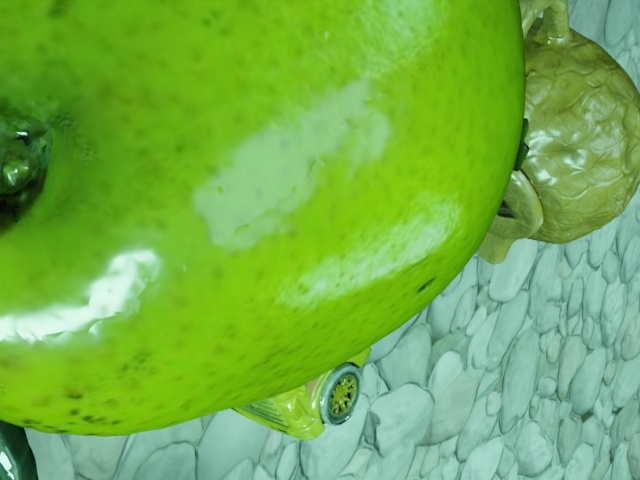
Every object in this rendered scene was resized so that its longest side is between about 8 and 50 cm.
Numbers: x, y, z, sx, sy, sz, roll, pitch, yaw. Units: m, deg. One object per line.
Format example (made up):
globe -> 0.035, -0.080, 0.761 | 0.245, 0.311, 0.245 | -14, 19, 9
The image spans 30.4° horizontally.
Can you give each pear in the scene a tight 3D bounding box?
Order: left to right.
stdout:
pear -> -0.070, -0.025, 0.603 | 0.318, 0.238, 0.342 | -30, 166, -45

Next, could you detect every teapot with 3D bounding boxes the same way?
teapot -> 0.165, -0.082, 1.006 | 0.167, 0.203, 0.311 | -46, 154, -23

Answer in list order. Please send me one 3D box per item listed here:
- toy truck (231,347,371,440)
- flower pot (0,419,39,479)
toy truck -> 0.000, 0.000, 0.897 | 0.272, 0.124, 0.157 | -58, 141, -19
flower pot -> -0.245, 0.158, 0.626 | 0.189, 0.157, 0.242 | -17, 118, -46
